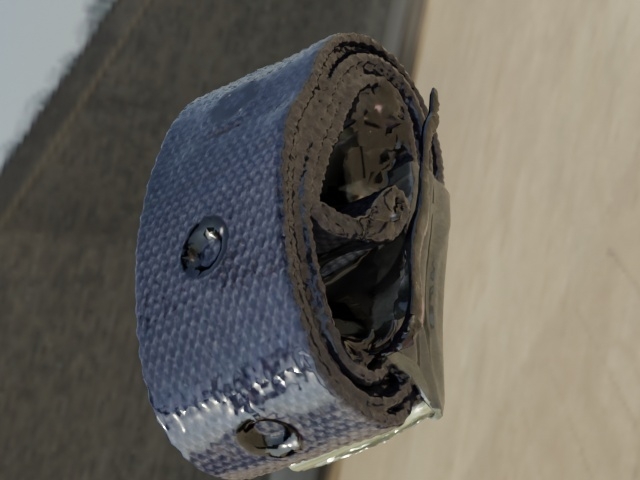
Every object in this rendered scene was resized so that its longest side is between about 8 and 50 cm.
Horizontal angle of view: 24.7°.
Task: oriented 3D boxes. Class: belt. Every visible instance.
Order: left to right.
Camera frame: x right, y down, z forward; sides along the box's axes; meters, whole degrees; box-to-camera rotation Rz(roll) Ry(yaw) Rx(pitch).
[{"bbox_3d":[0.000,0.000,0.703,0.126,0.139,0.230,-25,38,30],"label":"belt"}]
